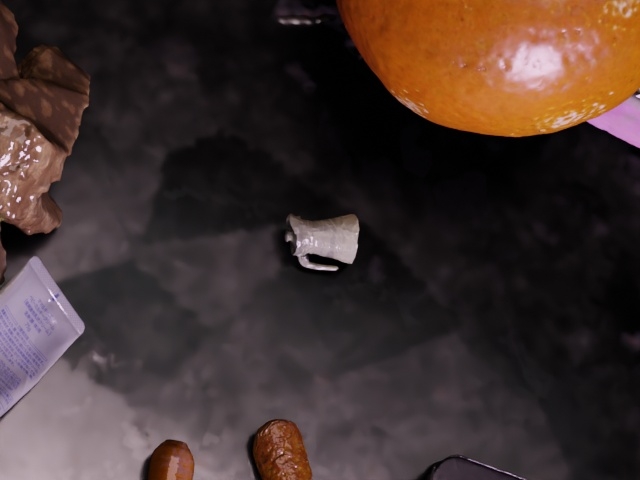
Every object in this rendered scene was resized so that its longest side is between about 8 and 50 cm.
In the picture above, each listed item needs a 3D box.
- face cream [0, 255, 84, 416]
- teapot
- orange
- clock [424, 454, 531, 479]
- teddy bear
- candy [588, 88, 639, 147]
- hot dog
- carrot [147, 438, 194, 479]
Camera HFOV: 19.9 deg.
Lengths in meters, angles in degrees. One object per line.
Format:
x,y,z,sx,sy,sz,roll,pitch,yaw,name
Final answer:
-0.339,0.129,1.881,0.224,0.070,0.114,-52,132,-28,face cream
0.000,0.000,2.061,0.083,0.057,0.067,5,97,-11,teapot
0.218,-0.309,2.079,0.424,0.326,0.424,-3,62,7,orange
0.220,0.396,1.981,0.273,0.049,0.278,20,65,-11,clock
-0.367,-0.091,1.928,0.246,0.222,0.296,40,24,-34,teddy bear
0.456,-0.180,2.247,0.265,0.116,0.155,25,63,-8,candy
-0.039,0.234,1.962,0.058,0.035,0.083,-10,73,-22,hot dog
-0.164,0.311,1.890,0.048,0.048,0.216,11,71,-15,carrot
